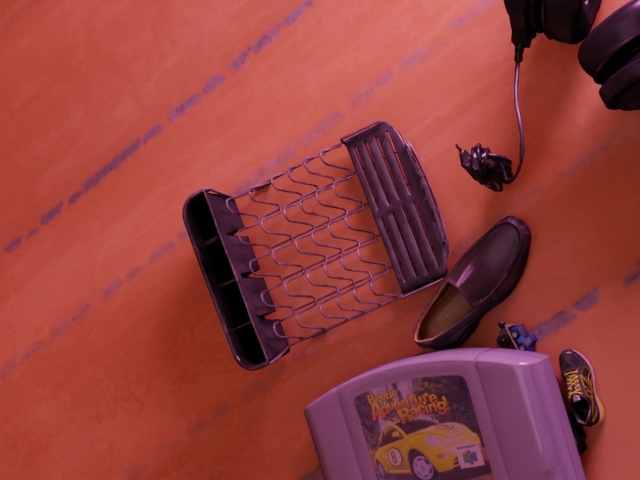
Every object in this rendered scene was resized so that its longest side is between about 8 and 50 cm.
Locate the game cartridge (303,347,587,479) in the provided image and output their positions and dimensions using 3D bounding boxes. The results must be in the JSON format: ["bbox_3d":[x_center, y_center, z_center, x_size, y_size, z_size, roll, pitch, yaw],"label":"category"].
[{"bbox_3d":[0.122,0.215,1.695,0.294,0.060,0.196,-16,88,34],"label":"game cartridge"}]

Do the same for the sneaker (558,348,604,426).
[{"bbox_3d":[0.261,0.149,1.643,0.031,0.035,0.083,-27,80,27],"label":"sneaker"}]

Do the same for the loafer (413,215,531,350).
[{"bbox_3d":[0.156,0.048,1.680,0.062,0.061,0.170,39,110,22],"label":"loafer"}]

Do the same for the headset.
[{"bbox_3d":[0.274,-0.212,1.582,0.243,0.185,0.394,40,96,17],"label":"headset"}]

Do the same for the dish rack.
[{"bbox_3d":[0.000,0.000,1.759,0.272,0.074,0.208,-25,82,28],"label":"dish rack"}]

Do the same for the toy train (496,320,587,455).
[{"bbox_3d":[0.227,0.149,1.667,0.036,0.027,0.158,-33,78,23],"label":"toy train"}]
